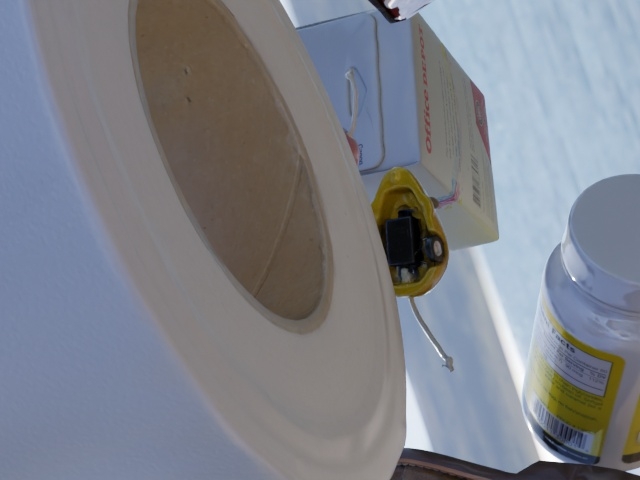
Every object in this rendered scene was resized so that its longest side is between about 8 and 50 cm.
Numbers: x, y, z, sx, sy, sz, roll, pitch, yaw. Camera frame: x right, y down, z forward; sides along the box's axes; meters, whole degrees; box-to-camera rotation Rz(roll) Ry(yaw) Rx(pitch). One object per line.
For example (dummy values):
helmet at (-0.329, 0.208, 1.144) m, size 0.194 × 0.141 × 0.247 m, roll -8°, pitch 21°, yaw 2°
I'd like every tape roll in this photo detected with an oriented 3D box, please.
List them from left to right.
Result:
tape roll at (-0.072, -0.019, 0.655) m, size 0.286 × 0.100 × 0.286 m, roll 53°, pitch -157°, yaw -35°

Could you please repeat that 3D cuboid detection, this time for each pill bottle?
pill bottle at (0.209, 0.060, 1.208) m, size 0.208 × 0.119 × 0.119 m, roll 92°, pitch 167°, yaw -49°

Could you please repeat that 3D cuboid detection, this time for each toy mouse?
toy mouse at (0.000, 0.000, 0.865) m, size 0.031 × 0.143 × 0.161 m, roll 12°, pitch -113°, yaw -57°

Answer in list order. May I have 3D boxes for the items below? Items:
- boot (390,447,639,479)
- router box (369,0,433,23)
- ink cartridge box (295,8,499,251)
boot at (0.101, 0.218, 1.218) m, size 0.112 × 0.305 × 0.115 m, roll 36°, pitch -117°, yaw -40°
router box at (-0.054, -0.203, 0.270) m, size 0.335 × 0.082 × 0.301 m, roll 57°, pitch -173°, yaw 2°
ink cartridge box at (0.041, -0.072, 1.263) m, size 0.176 × 0.127 × 0.128 m, roll 41°, pitch -137°, yaw -60°
